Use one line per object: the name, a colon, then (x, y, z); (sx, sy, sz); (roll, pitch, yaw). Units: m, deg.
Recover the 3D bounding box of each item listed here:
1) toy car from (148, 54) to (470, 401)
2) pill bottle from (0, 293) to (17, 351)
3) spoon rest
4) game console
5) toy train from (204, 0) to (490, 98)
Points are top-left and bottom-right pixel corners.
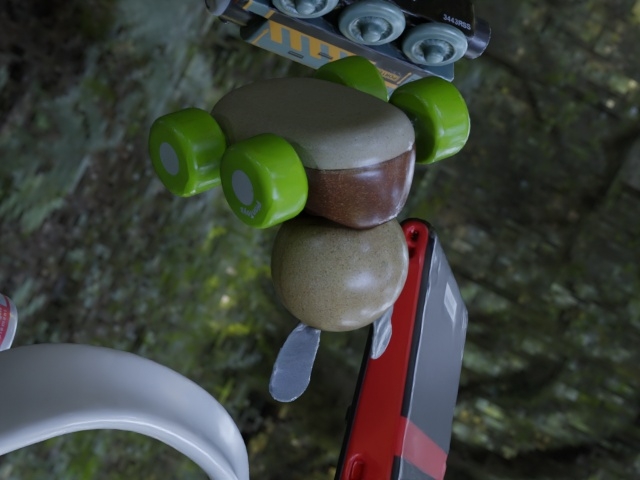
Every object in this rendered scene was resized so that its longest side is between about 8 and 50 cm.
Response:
toy car: (0.000, 0.000, 0.933); (0.149, 0.155, 0.188); (22, -54, 48)
pill bottle: (-0.365, 0.062, 1.373); (0.087, 0.160, 0.087); (-29, -133, 36)
spoon rest: (-0.051, 0.146, 0.690); (0.084, 0.276, 0.137); (-21, -140, 11)
game console: (0.061, 0.183, 1.239); (0.386, 0.060, 0.342); (54, 44, -75)
toy train: (0.030, -0.265, 1.754); (0.190, 0.334, 0.142); (-37, -136, 49)
